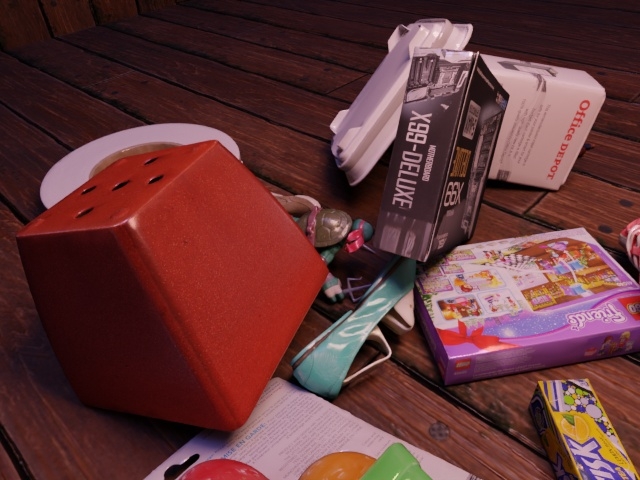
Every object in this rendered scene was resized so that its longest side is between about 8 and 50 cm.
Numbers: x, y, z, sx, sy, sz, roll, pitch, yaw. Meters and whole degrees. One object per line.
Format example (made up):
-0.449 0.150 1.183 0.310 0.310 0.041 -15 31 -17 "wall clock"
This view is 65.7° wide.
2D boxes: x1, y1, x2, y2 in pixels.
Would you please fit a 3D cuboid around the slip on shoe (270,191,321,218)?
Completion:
-0.062 -0.059 0.905 0.135 0.051 0.041 16 37 29 "slip on shoe"

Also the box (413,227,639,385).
0.280 0.081 0.691 0.293 0.057 0.201 -8 38 -4 "box"

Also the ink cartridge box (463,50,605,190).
0.335 -0.223 0.918 0.272 0.198 0.115 10 36 0 "ink cartridge box"

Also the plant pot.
-0.186 0.031 0.606 0.267 0.236 0.267 -4 35 30 "plant pot"

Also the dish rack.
0.121 -0.279 0.937 0.072 0.333 0.285 31 18 -16 "dish rack"

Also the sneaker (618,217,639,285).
0.480 0.022 0.692 0.313 0.116 0.136 -11 18 -41 "sneaker"

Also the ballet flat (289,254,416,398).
0.069 0.110 0.652 0.087 0.083 0.247 43 64 9 "ballet flat"

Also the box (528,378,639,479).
0.275 0.228 0.508 0.059 0.054 0.169 -3 38 1 "box"

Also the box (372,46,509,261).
0.182 -0.113 0.703 0.076 0.243 0.307 16 12 25 "box"

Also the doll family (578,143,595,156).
0.490 -0.235 1.056 0.192 0.076 0.111 6 35 9 "doll family"

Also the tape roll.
-0.347 -0.123 1.001 0.391 0.072 0.392 -2 38 2 "tape roll"

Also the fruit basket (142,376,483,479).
-0.041 0.278 0.429 0.353 0.166 0.327 5 28 45 "fruit basket"

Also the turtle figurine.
0.000 0.000 0.784 0.234 0.118 0.175 2 38 17 "turtle figurine"
